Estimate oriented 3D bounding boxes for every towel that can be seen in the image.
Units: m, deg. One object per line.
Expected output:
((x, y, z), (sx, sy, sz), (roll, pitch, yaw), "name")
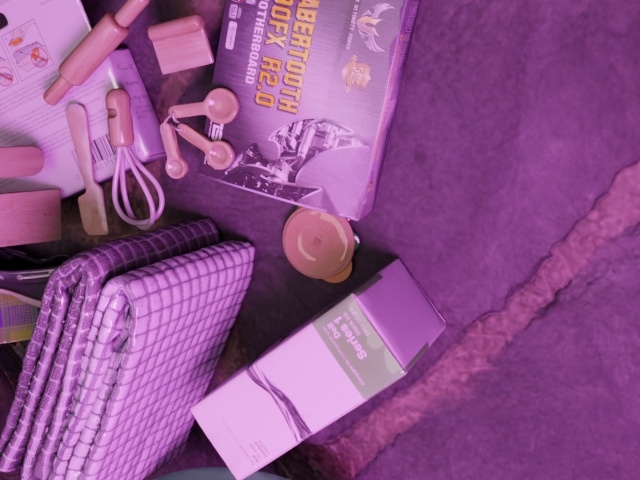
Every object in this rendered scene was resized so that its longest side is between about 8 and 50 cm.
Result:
((-0.199, 0.125, 0.979), (0.121, 0.235, 0.283), (27, 109, 17), "towel")
((-0.363, 0.081, 1.117), (0.060, 0.009, 0.083), (-8, 68, -16), "towel")

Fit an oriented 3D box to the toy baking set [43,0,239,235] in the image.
((-0.195, -0.121, 0.967), (0.256, 0.030, 0.196), (-35, 89, 23), "toy baking set")

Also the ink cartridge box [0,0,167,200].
((-0.332, -0.156, 1.057), (0.275, 0.060, 0.239), (-20, 94, 23), "ink cartridge box")

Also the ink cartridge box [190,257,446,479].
((0.000, 0.127, 0.944), (0.219, 0.160, 0.092), (-36, 87, 23), "ink cartridge box")

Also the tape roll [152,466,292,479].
((-0.080, 0.381, 1.015), (0.321, 0.077, 0.321), (7, 125, 10), "tape roll")

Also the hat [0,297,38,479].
((-0.441, 0.202, 1.142), (0.331, 0.134, 0.331), (4, 103, 19), "hat")

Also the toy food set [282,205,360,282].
((0.000, 0.000, 0.991), (0.083, 0.020, 0.082), (19, 108, 16), "toy food set")

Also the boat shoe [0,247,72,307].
((-0.373, 0.023, 1.099), (0.206, 0.075, 0.065), (14, 128, 9), "boat shoe")

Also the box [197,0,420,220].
((-0.015, -0.154, 0.941), (0.183, 0.056, 0.231), (18, 108, 16), "box")

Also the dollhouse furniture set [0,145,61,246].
((-0.374, -0.080, 1.045), (0.151, 0.123, 0.144), (22, 114, 51), "dollhouse furniture set")
